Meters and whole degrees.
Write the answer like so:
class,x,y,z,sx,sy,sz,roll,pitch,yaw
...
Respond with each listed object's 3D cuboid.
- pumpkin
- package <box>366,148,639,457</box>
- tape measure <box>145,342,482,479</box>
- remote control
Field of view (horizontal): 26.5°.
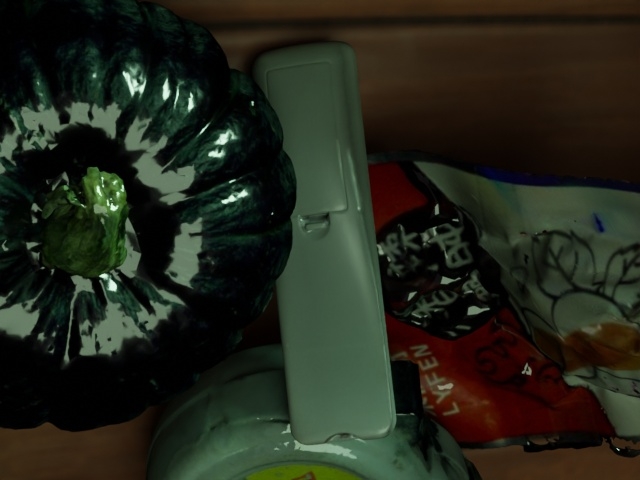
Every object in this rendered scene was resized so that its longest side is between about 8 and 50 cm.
class,x,y,z,sx,sy,sz,roll,pitch,yaw
pumpkin,-0.107,-0.012,0.568,0.194,0.150,0.194,-3,130,-3
package,0.112,0.031,0.643,0.071,0.269,0.194,-45,123,-44
tape measure,-0.087,0.150,0.712,0.330,0.084,0.164,-20,121,12
remote control,0.000,0.000,0.617,0.050,0.027,0.184,-8,85,12
